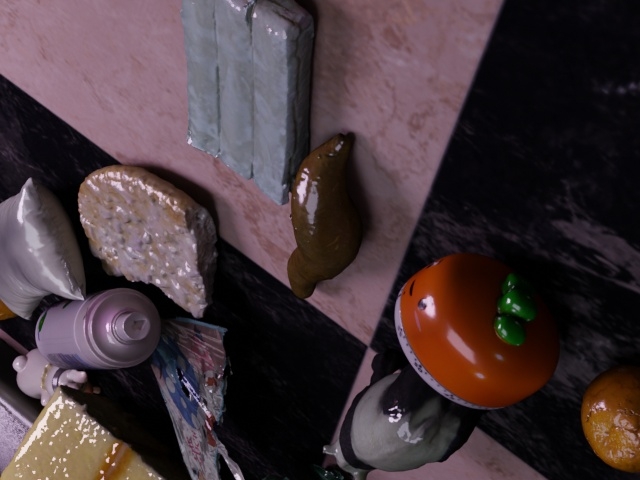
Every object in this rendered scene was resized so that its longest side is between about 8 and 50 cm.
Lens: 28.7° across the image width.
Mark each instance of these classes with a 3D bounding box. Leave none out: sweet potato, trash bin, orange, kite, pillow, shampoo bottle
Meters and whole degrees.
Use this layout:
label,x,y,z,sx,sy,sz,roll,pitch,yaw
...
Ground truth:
label,x,y,z,sx,sy,sz,roll,pitch,yaw
sweet potato,0.001,0.002,1.073,0.069,0.059,0.249,54,159,23
trash bin,-0.455,0.254,1.829,0.240,0.122,0.164,38,-172,14
orange,0.236,0.134,0.939,0.083,0.070,0.083,28,133,35
kite,-0.134,0.196,1.394,0.368,0.014,0.406,52,152,31
pillow,-0.338,0.017,1.456,0.254,0.078,0.144,-19,92,60
shampoo bottle,-0.252,0.103,1.432,0.092,0.092,0.303,50,158,-11

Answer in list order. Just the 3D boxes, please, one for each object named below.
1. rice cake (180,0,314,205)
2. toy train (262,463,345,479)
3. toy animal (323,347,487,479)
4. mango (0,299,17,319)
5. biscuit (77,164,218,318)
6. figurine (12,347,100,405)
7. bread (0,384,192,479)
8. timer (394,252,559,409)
label,x,y,z,sx,sy,sz,roll,pitch,yaw
rice cake,-0.059,-0.128,0.989,0.124,0.038,0.211,34,149,15
toy train,0.061,0.369,1.433,0.307,0.126,0.189,29,167,23
toy animal,0.073,0.158,1.117,0.094,0.121,0.225,47,152,-6
mango,-0.452,0.065,1.697,0.114,0.060,0.080,42,135,7
biscuit,-0.173,0.001,1.296,0.188,0.040,0.265,51,151,-12
figurine,-0.350,0.191,1.746,0.146,0.081,0.098,8,179,39
bread,-0.260,0.344,1.649,0.263,0.198,0.236,38,-176,16
timer,0.125,0.067,0.957,0.136,0.099,0.136,26,156,12
